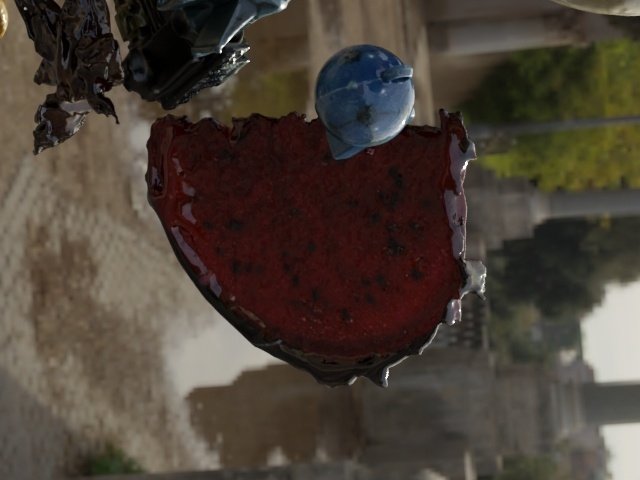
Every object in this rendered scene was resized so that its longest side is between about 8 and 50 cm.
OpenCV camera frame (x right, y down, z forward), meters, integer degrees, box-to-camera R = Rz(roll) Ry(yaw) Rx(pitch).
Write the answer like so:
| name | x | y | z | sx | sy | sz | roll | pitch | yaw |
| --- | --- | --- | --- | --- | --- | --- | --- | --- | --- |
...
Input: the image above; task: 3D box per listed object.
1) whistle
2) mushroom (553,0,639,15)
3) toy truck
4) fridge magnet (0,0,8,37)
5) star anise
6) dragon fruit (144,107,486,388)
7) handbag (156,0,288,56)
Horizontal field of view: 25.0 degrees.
| name | x | y | z | sx | sy | sz | roll | pitch | yaw |
| --- | --- | --- | --- | --- | --- | --- | --- | --- | --- |
| whistle | 0.026 | -0.112 | 1.180 | 0.158 | 0.090 | 0.090 | -27 | -121 | 53 |
| mushroom | 0.175 | -0.238 | 0.861 | 0.178 | 0.226 | 0.226 | 117 | -28 | -69 |
| toy truck | -0.135 | -0.251 | 1.275 | 0.127 | 0.127 | 0.257 | -6 | 71 | -43 |
| fridge magnet | -0.374 | -0.243 | 1.420 | 0.063 | 0.143 | 0.143 | -61 | 156 | -26 |
| star anise | -0.215 | -0.163 | 1.229 | 0.212 | 0.053 | 0.157 | -14 | -91 | 58 |
| dragon fruit | 0.000 | 0.000 | 1.392 | 0.100 | 0.343 | 0.282 | -29 | 120 | -62 |
| handbag | -0.008 | -0.217 | 1.049 | 0.062 | 0.229 | 0.179 | 55 | -6 | -12 |
